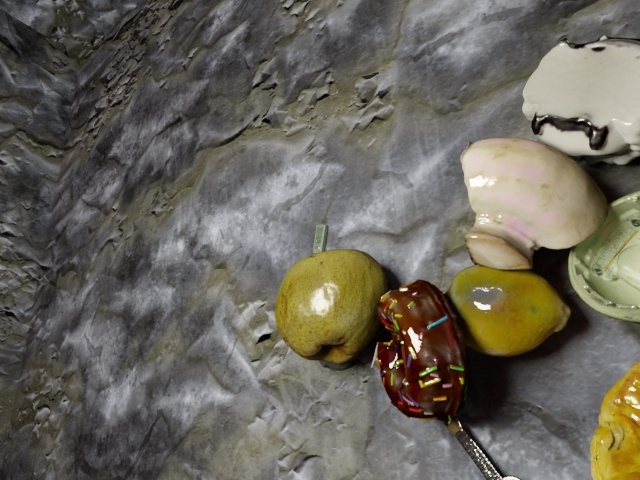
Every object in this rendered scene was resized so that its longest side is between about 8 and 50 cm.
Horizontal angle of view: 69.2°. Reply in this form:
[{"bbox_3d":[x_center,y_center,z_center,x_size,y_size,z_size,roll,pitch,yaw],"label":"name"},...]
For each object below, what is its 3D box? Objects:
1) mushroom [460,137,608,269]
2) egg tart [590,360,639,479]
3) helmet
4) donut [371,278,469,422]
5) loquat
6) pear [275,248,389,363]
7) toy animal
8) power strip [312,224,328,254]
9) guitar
[{"bbox_3d":[0.318,-0.082,0.704,0.173,0.162,0.236,-8,38,44],"label":"mushroom"},{"bbox_3d":[0.456,0.241,0.532,0.116,0.295,0.295,40,101,0],"label":"egg tart"},{"bbox_3d":[0.472,0.046,0.610,0.204,0.137,0.257,-52,13,13],"label":"helmet"},{"bbox_3d":[0.154,0.189,0.763,0.216,0.096,0.230,-107,18,-45],"label":"donut"},{"bbox_3d":[0.289,0.109,0.741,0.195,0.152,0.152,1,73,28],"label":"loquat"},{"bbox_3d":[0.024,0.130,0.905,0.228,0.188,0.211,-18,60,29],"label":"pear"},{"bbox_3d":[0.452,-0.215,0.734,0.208,0.156,0.204,35,98,48],"label":"toy animal"},{"bbox_3d":[0.000,0.000,1.089,0.027,0.017,0.083,-6,68,38],"label":"power strip"},{"bbox_3d":[0.267,0.364,0.725,0.084,0.038,0.271,-46,47,9],"label":"guitar"}]
